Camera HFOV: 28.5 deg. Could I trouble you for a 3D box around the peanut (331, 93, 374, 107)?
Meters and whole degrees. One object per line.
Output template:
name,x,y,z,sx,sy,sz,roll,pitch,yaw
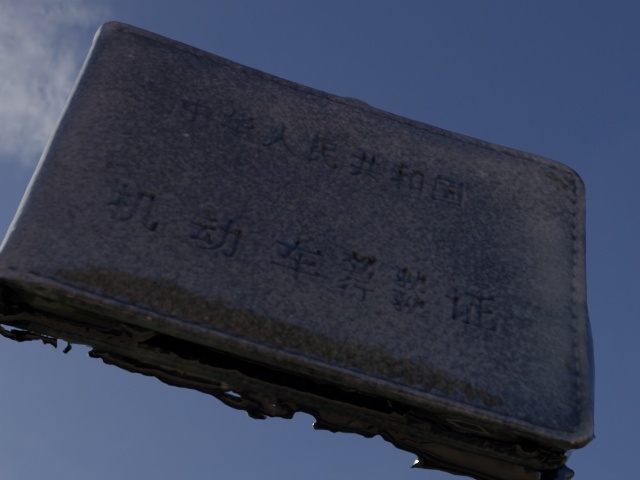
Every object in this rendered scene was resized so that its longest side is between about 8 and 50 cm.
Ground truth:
peanut,-0.049,-0.017,0.866,0.143,0.159,0.291,51,-26,-24

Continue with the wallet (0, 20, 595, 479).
wallet,0.001,-0.002,0.481,0.222,0.167,0.036,19,-48,-7
